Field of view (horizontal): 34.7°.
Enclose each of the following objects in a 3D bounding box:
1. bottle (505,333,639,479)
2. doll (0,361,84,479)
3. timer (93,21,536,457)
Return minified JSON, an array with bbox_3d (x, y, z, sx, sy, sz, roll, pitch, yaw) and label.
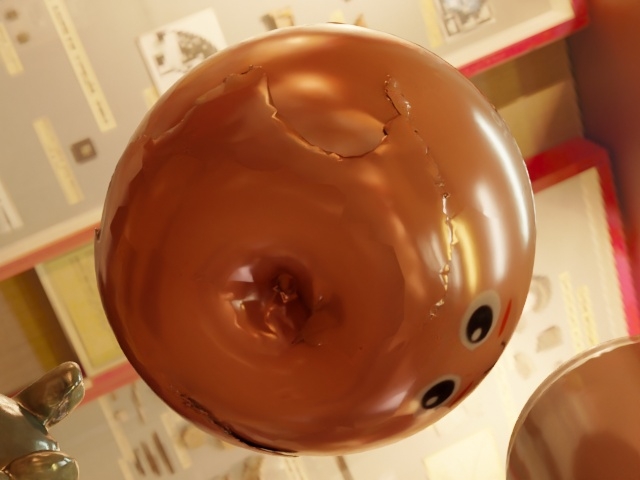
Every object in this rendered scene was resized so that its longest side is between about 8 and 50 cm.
[{"bbox_3d":[0.197,0.179,0.481,0.206,0.173,0.297,58,9,-9],"label":"bottle"},{"bbox_3d":[-0.387,0.225,0.930,0.382,0.252,0.378,31,-64,31],"label":"doll"},{"bbox_3d":[0.000,0.000,0.552,0.229,0.230,0.215,67,20,-7],"label":"timer"}]
